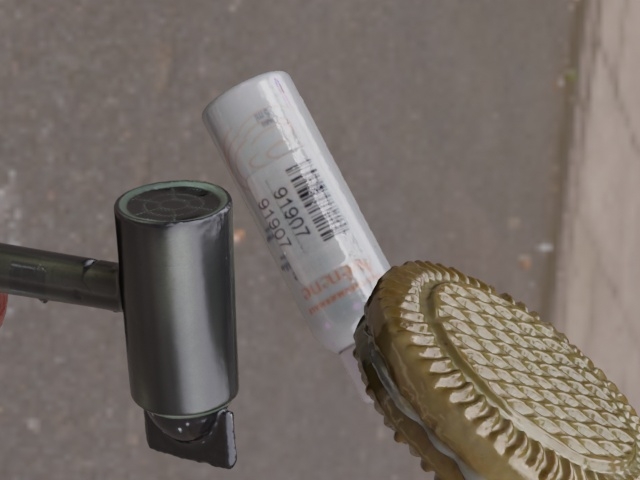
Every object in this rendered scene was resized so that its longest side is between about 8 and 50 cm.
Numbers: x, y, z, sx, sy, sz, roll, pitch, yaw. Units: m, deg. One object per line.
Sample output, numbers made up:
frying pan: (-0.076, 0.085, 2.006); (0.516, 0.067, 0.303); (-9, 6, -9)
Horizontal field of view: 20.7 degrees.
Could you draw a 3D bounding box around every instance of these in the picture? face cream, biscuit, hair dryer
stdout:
face cream: (0.000, 0.000, 1.373); (0.269, 0.082, 0.082); (62, 19, 8)
biscuit: (0.127, 0.114, 1.186); (0.079, 0.259, 0.259); (-52, 170, 20)
hair dryer: (-0.170, 0.049, 1.214); (0.078, 0.248, 0.195); (-39, 134, -55)

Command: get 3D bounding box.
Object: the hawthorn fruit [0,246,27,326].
hawthorn fruit: (-0.343, 0.039, 1.525); (0.181, 0.235, 0.181); (38, 36, -35)
